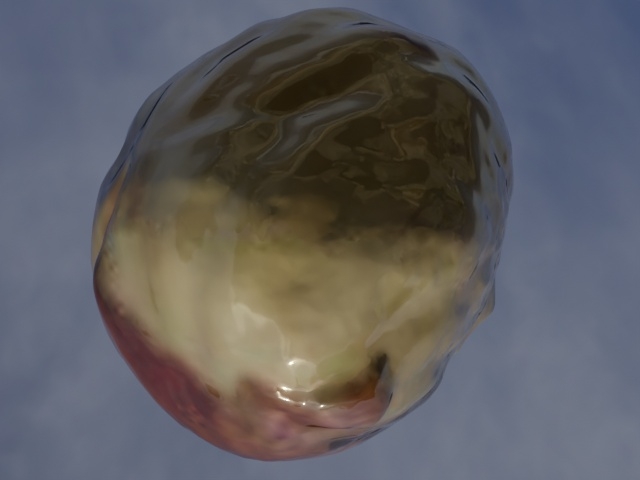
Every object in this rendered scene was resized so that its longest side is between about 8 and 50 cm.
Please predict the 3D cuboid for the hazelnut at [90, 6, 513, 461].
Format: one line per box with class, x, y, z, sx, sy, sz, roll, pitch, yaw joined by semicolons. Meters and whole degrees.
hazelnut;0.000;0.000;0.961;0.241;0.261;0.261;26;-132;-19
